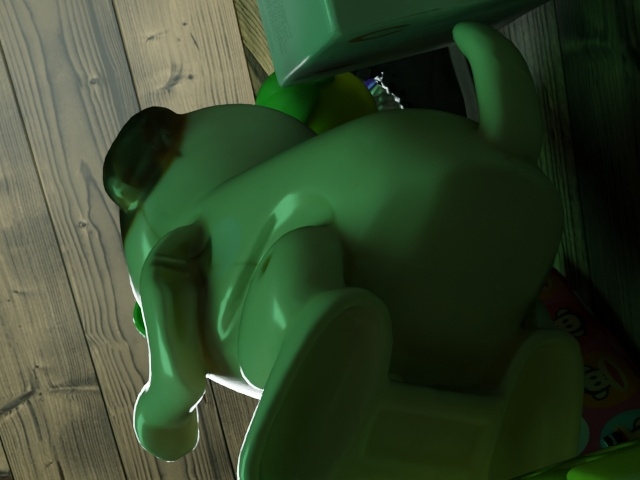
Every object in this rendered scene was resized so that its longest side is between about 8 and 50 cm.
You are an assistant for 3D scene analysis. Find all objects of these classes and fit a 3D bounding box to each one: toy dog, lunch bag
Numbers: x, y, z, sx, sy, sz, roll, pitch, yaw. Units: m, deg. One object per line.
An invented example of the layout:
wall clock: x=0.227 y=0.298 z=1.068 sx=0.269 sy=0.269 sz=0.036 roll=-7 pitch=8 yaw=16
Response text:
toy dog: x=-0.022 y=0.010 z=1.183 sx=0.408 sy=0.284 sz=0.396 roll=22 pitch=106 yaw=54
lunch bag: x=0.143 y=0.159 z=1.310 sx=0.293 sy=0.258 sz=0.120 roll=-120 pitch=11 yaw=-53

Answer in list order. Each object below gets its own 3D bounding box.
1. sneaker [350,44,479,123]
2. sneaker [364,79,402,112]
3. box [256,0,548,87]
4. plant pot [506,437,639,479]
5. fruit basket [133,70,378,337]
sneaker: x=0.077 y=-0.164 z=1.560 sx=0.104 sy=0.146 sz=0.296 roll=-134 pitch=28 yaw=-70
sneaker: x=0.061 y=-0.179 z=1.801 sx=0.293 sy=0.102 sz=0.146 roll=102 pitch=152 yaw=-73
box: x=0.065 y=-0.245 z=1.226 sx=0.345 sy=0.215 sz=0.168 roll=178 pitch=77 yaw=-81
plant pot: x=0.241 y=0.214 z=0.900 sx=0.207 sy=0.228 sz=0.227 roll=116 pitch=139 yaw=-69
fruit basket: x=0.000 y=0.000 z=1.533 sx=0.392 sy=0.392 sz=0.283 roll=112 pitch=176 yaw=-77
